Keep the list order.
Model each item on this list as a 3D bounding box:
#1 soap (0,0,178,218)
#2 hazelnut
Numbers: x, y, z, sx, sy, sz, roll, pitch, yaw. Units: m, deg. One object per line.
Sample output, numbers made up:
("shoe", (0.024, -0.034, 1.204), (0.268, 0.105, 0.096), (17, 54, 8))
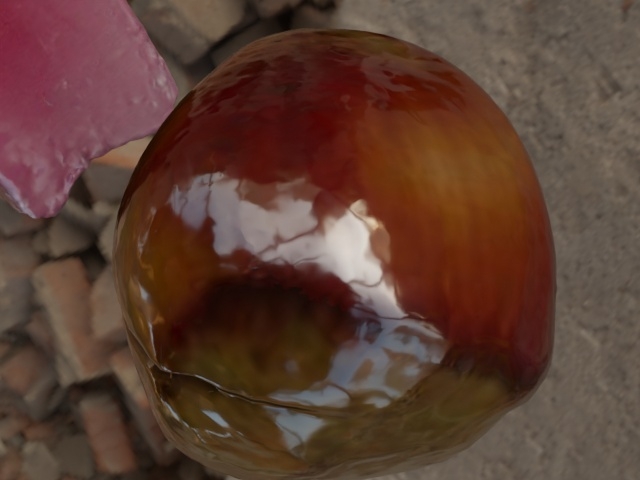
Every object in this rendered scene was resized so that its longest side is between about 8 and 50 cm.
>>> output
("soap", (-0.264, -0.174, 0.898), (0.359, 0.128, 0.233), (30, 157, 49))
("hazelnut", (0.000, 0.000, 0.650), (0.208, 0.208, 0.208), (12, 116, 27))
